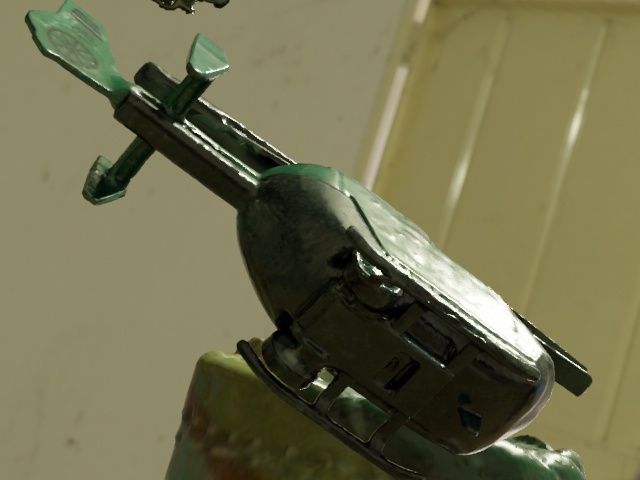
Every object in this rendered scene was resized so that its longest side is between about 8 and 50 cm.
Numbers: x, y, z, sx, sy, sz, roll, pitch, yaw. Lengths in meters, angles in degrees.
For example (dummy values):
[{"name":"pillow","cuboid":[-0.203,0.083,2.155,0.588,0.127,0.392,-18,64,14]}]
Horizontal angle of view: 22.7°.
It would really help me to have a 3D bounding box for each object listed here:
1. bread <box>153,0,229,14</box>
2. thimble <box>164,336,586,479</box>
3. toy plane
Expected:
[{"name":"bread","cuboid":[-0.075,-0.243,1.113,0.110,0.156,0.103,59,-3,38]},{"name":"thimble","cuboid":[0.025,0.177,1.058,0.288,0.167,0.254,17,-2,29]},{"name":"toy plane","cuboid":[0.000,0.000,0.517,0.235,0.060,0.096,37,27,-13]}]
